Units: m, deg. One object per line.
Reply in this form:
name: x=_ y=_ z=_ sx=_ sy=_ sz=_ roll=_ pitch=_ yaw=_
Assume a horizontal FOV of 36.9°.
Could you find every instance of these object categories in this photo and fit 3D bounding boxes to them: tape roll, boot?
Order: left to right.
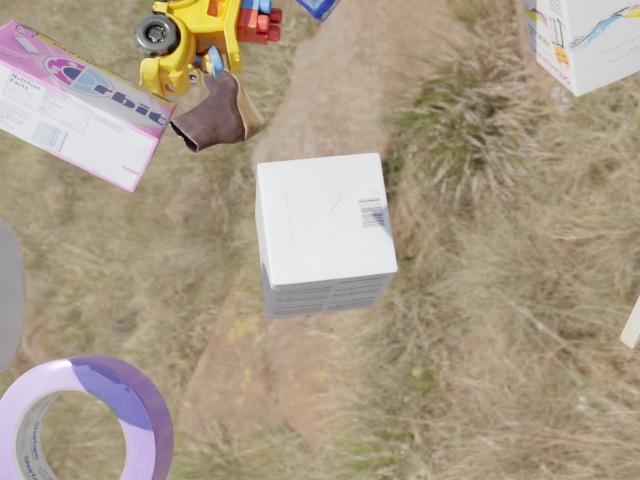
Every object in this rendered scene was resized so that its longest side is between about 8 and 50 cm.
tape roll: x=-0.373 y=0.319 z=1.503 sx=0.274 sy=0.090 sz=0.275 roll=0 pitch=90 yaw=11
boot: x=-0.269 y=-0.316 z=2.277 sx=0.248 sy=0.207 sz=0.090 roll=50 pitch=144 yaw=29

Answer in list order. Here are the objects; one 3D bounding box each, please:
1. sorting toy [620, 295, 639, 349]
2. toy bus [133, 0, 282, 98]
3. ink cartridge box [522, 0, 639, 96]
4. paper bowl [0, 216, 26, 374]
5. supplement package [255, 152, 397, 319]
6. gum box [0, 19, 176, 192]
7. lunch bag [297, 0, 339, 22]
sorting toy: x=0.554 y=0.032 z=1.275 sx=0.089 sy=0.255 sz=0.257 roll=45 pitch=135 yaw=38
toy bus: x=-0.168 y=-0.319 z=1.468 sx=0.149 sy=0.211 sz=0.220 roll=113 pitch=167 yaw=-75
ink cartridge box: x=0.427 y=-0.384 z=1.517 sx=0.171 sy=0.168 sz=0.233 roll=-116 pitch=4 yaw=-50
paper bowl: x=-0.449 y=0.066 z=1.145 sx=0.284 sy=0.148 sz=0.284 roll=-2 pitch=87 yaw=56
supplement package: x=0.000 y=0.000 z=1.589 sx=0.263 sy=0.198 sz=0.199 roll=106 pitch=157 yaw=-73
gum box: x=-0.239 y=-0.130 z=0.902 sx=0.062 sy=0.188 sz=0.107 roll=-58 pitch=12 yaw=23
lunch bag: x=0.009 y=-0.397 z=1.411 sx=0.129 sy=0.096 sz=0.151 roll=-49 pitch=34 yaw=10
